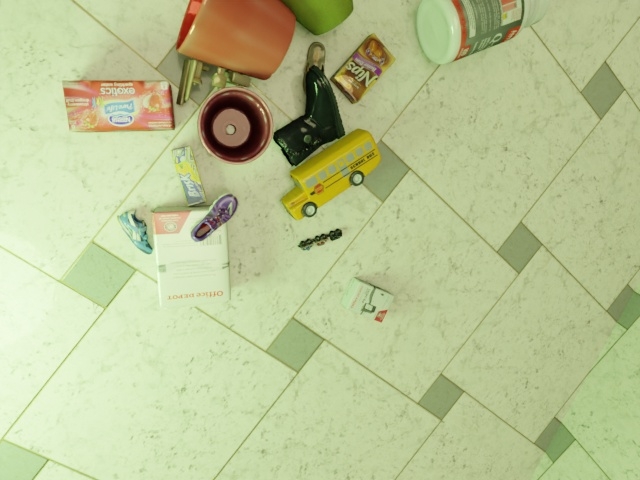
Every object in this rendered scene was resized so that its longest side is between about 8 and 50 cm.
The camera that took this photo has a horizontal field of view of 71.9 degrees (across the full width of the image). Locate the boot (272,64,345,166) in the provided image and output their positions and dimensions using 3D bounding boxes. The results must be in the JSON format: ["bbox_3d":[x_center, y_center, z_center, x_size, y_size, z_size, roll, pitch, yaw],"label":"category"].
[{"bbox_3d":[-0.049,-0.359,1.309,0.207,0.094,0.246,-33,133,-9],"label":"boot"}]

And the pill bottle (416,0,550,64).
[{"bbox_3d":[0.500,-0.700,1.359,0.363,0.210,0.210,-24,108,-10],"label":"pill bottle"}]

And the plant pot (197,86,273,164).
[{"bbox_3d":[-0.244,-0.318,1.238,0.201,0.180,0.201,-4,104,-16],"label":"plant pot"}]

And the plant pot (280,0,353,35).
[{"bbox_3d":[-0.035,-0.726,1.188,0.275,0.275,0.293,-42,126,-4],"label":"plant pot"}]

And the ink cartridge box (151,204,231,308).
[{"bbox_3d":[-0.380,0.043,1.312,0.207,0.117,0.283,-4,102,-16],"label":"ink cartridge box"}]

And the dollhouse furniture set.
[{"bbox_3d":[-0.301,-0.417,1.234,0.151,0.144,0.123,8,105,-33],"label":"dollhouse furniture set"}]

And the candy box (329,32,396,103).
[{"bbox_3d":[0.131,-0.532,1.372,0.109,0.053,0.187,41,90,-21],"label":"candy box"}]

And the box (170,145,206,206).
[{"bbox_3d":[-0.385,-0.188,1.293,0.059,0.054,0.169,-17,107,-12],"label":"box"}]

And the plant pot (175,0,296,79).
[{"bbox_3d":[-0.215,-0.566,1.161,0.243,0.275,0.275,19,96,-30],"label":"plant pot"}]

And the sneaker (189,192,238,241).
[{"bbox_3d":[-0.289,-0.057,1.219,0.068,0.071,0.170,42,85,-19],"label":"sneaker"}]

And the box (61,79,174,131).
[{"bbox_3d":[-0.526,-0.355,1.176,0.257,0.122,0.128,-5,104,-16],"label":"box"}]

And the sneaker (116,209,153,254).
[{"bbox_3d":[-0.529,-0.024,1.288,0.059,0.053,0.144,-34,110,-9],"label":"sneaker"}]

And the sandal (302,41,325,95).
[{"bbox_3d":[-0.012,-0.508,1.335,0.072,0.049,0.180,1,102,-17],"label":"sandal"}]

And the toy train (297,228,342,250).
[{"bbox_3d":[0.000,0.000,1.466,0.158,0.027,0.036,-19,118,-12],"label":"toy train"}]

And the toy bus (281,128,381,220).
[{"bbox_3d":[0.025,-0.203,1.371,0.332,0.108,0.130,-34,120,-7],"label":"toy bus"}]

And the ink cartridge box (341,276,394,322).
[{"bbox_3d":[0.163,0.207,1.540,0.150,0.063,0.109,24,95,-20],"label":"ink cartridge box"}]
